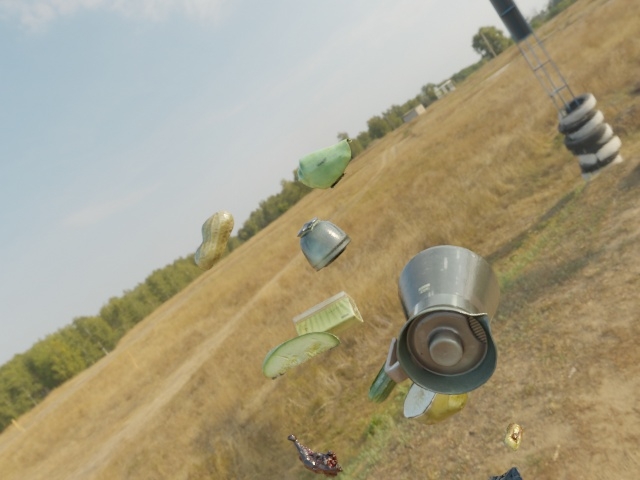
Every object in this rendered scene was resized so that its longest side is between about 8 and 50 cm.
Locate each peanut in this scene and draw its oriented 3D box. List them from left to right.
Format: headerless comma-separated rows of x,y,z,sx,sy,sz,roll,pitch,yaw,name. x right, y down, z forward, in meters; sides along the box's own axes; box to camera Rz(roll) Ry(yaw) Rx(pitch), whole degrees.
-0.364,-0.002,1.553,0.090,0.098,0.214,17,88,63,peanut

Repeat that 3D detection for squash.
-0.072,0.363,1.499,0.169,0.093,0.252,-25,-6,-43,squash
0.207,0.349,1.260,0.229,0.066,0.066,-57,7,-2,squash

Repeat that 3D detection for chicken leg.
-0.022,0.740,1.558,0.048,0.219,0.090,27,-102,-65,chicken leg

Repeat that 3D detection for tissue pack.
0.031,0.311,1.765,0.234,0.125,0.159,-29,-26,6,tissue pack

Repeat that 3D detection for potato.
0.529,0.715,2.045,0.300,0.196,0.246,-56,6,12,potato

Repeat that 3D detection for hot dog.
0.406,0.403,0.951,0.090,0.030,0.034,-4,-60,-62,hot dog

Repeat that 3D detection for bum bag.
0.529,0.770,1.363,0.248,0.060,0.123,-50,15,42,bum bag

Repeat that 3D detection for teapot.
0.006,-0.006,1.052,0.111,0.108,0.149,-41,1,28,teapot
0.276,0.185,1.067,0.300,0.253,0.344,-45,1,24,teapot

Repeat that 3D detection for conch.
0.022,-0.287,1.798,0.250,0.144,0.137,-13,-22,13,conch
